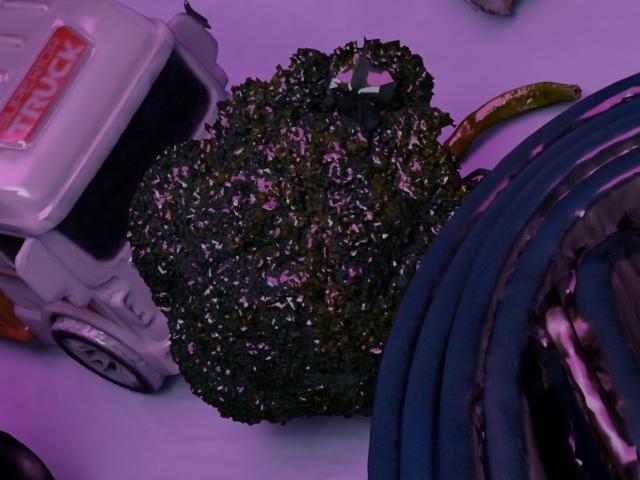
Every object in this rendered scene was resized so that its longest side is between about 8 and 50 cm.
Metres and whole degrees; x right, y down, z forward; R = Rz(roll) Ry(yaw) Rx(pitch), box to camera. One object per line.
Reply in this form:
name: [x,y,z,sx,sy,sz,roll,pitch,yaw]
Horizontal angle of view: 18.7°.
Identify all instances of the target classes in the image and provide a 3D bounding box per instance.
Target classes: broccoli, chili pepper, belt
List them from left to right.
broccoli: [0.000,0.000,0.945,0.195,0.195,0.156,-20,25,23]
chili pepper: [0.100,-0.065,1.028,0.083,0.017,0.030,-29,43,18]
belt: [0.181,0.111,0.693,0.300,0.173,0.436,-29,42,13]

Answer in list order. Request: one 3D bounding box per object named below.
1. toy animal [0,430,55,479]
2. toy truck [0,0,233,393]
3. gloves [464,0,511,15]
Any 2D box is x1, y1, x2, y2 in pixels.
toy animal: [-0.234,0.121,0.951,0.165,0.235,0.187,-31,35,7]
toy truck: [-0.209,-0.055,1.112,0.387,0.207,0.173,10,62,42]
gloves: [0.092,-0.201,1.111,0.114,0.070,0.153,-37,39,5]
